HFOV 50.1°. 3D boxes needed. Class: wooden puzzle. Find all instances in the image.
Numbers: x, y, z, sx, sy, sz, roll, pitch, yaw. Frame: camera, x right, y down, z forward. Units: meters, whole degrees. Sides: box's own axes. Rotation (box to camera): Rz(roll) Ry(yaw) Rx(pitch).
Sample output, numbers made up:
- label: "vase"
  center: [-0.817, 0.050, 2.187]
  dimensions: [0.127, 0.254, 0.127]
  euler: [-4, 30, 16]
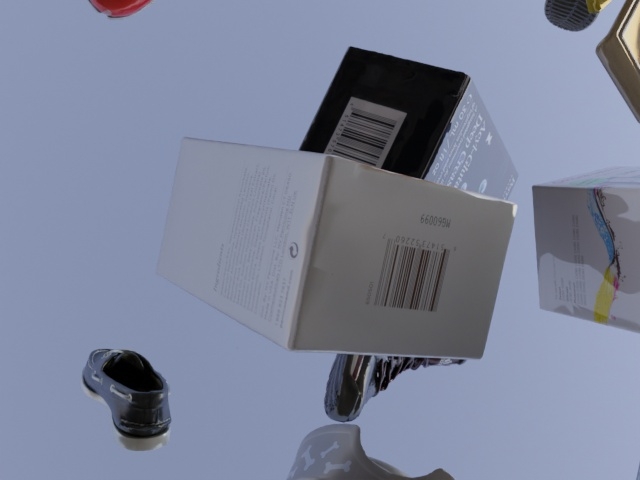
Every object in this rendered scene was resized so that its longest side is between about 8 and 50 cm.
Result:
- label: "wooden puzzle"
  center: [0.171, -0.107, 0.352]
  dimensions: [0.078, 0.014, 0.116]
  euler: [-51, -55, -11]

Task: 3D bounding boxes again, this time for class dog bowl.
- label: "dog bowl"
  center: [0.086, 0.454, 1.078]
  dimensions: [0.349, 0.349, 0.102]
  euler: [45, -135, 1]

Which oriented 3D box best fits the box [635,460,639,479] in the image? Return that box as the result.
- label: "box"
  center: [0.252, 0.138, 0.436]
  dimensions: [0.060, 0.216, 0.270]
  euler: [11, -85, 19]

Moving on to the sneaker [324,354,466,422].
- label: "sneaker"
  center: [0.109, 0.140, 0.868]
  dimensions: [0.162, 0.281, 0.106]
  euler: [22, -59, 3]

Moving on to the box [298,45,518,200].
- label: "box"
  center: [0.142, -0.078, 1.135]
  dimensions: [0.212, 0.395, 0.293]
  euler: [23, -94, 29]

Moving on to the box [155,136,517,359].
- label: "box"
  center: [0.000, 0.000, 0.400]
  dimensions: [0.130, 0.170, 0.091]
  euler: [9, -85, -36]

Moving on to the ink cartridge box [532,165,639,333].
- label: "ink cartridge box"
  center: [0.465, 0.007, 0.946]
  dimensions: [0.198, 0.270, 0.197]
  euler: [-14, -78, -29]

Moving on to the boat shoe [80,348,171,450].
- label: "boat shoe"
  center: [-0.302, 0.220, 1.080]
  dimensions: [0.114, 0.302, 0.091]
  euler: [-1, -77, -35]

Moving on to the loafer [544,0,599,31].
- label: "loafer"
  center: [0.474, -0.474, 1.208]
  dimensions: [0.102, 0.268, 0.092]
  euler: [29, -106, 11]

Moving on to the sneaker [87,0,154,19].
- label: "sneaker"
  center: [-0.141, -0.340, 0.674]
  dimensions: [0.107, 0.118, 0.279]
  euler: [38, -88, -30]
